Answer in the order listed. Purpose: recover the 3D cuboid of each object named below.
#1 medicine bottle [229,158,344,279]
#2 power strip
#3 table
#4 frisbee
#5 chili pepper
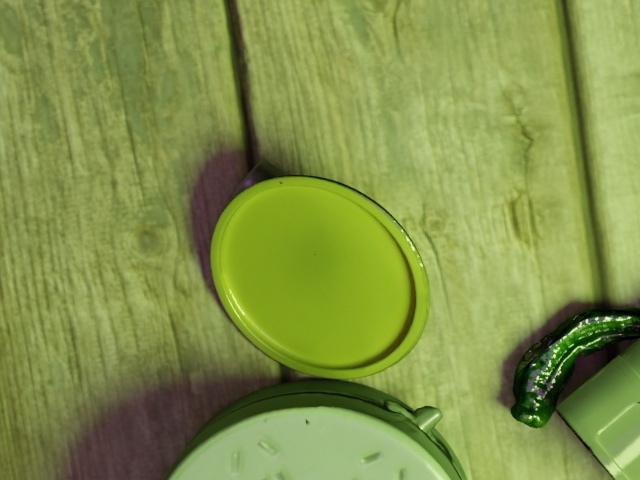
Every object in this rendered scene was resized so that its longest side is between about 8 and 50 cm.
[{"bbox_3d":[0.000,0.000,1.653,0.199,0.057,0.057,40,98,-2],"label":"medicine bottle"},{"bbox_3d":[-0.001,0.304,1.634,0.358,0.161,0.357,0,96,4],"label":"power strip"},{"bbox_3d":[0.353,0.142,1.597,0.220,0.126,0.126,-40,92,2],"label":"table"},{"bbox_3d":[-0.002,0.037,1.629,0.236,0.017,0.236,12,122,19],"label":"frisbee"},{"bbox_3d":[0.262,0.116,1.652,0.182,0.050,0.073,-37,86,5],"label":"chili pepper"}]
